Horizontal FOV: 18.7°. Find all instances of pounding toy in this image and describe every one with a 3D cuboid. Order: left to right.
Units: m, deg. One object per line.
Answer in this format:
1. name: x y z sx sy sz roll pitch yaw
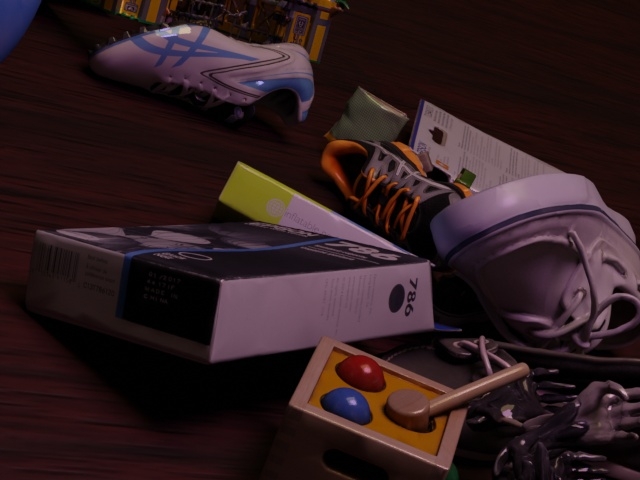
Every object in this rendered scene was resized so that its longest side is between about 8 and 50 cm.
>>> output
1. pounding toy: 0.050 0.124 1.285 0.141 0.100 0.130 22 24 3

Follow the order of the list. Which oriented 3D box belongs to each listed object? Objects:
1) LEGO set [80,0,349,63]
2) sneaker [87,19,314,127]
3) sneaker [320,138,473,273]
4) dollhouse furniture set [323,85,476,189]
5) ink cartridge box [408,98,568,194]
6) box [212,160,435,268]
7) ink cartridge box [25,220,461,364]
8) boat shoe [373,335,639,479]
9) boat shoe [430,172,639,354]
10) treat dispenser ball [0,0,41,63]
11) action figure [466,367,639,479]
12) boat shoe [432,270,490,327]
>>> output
1. LEGO set: -0.127 -0.310 1.932 0.331 0.192 0.255 10 10 -38
2. sneaker: -0.107 -0.154 1.833 0.237 0.085 0.086 4 73 -32
3. sneaker: 0.070 -0.034 1.783 0.083 0.084 0.215 14 15 -32
4. dollhouse furniture set: 0.075 -0.078 1.892 0.151 0.076 0.058 32 19 3
5. ink cartridge box: 0.187 -0.056 2.039 0.224 0.045 0.223 28 19 -2
6. box: 0.000 0.000 1.586 0.178 0.042 0.109 29 -8 -1
7. ink cartridge box: -0.041 0.031 1.404 0.165 0.065 0.332 13 8 32
8. boat shoe: 0.168 0.114 1.518 0.335 0.095 0.112 14 25 -37
9. boat shoe: 0.209 0.050 1.675 0.367 0.136 0.156 24 45 -66
10. treat dispenser ball: -0.332 -0.227 1.375 0.288 0.288 0.288 26 20 -10
11. action figure: 0.179 0.173 1.301 0.141 0.164 0.276 -16 17 1
12. boat shoe: 0.133 0.046 1.721 0.049 0.040 0.142 35 21 17
